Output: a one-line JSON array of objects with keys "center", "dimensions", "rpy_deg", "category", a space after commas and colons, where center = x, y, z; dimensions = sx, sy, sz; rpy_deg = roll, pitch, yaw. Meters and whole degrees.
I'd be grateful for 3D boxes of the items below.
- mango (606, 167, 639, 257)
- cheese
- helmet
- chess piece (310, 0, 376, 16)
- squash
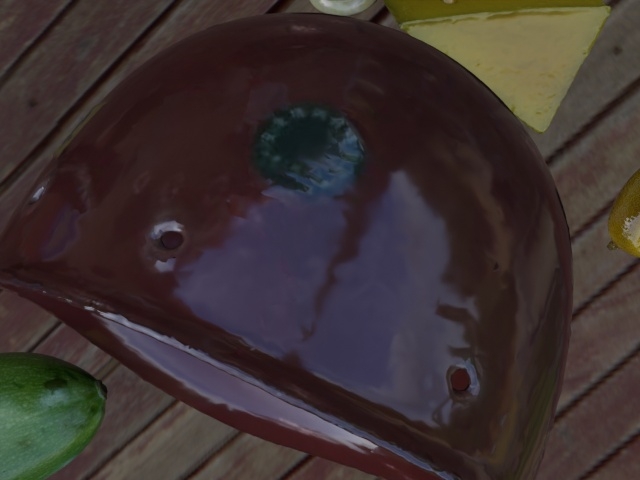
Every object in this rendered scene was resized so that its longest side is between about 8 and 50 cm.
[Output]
[{"center": [0.353, -0.051, 1.326], "dimensions": [0.101, 0.066, 0.187], "rpy_deg": [15, 129, -35], "category": "mango"}, {"center": [0.122, -0.175, 1.074], "dimensions": [0.171, 0.093, 0.126], "rpy_deg": [8, 129, -25], "category": "cheese"}, {"center": [0.000, 0.000, 0.750], "dimensions": [0.337, 0.385, 0.230], "rpy_deg": [25, 81, -1], "category": "helmet"}, {"center": [0.014, -0.352, 1.506], "dimensions": [0.090, 0.090, 0.200], "rpy_deg": [-4, 145, 7], "category": "chess piece"}, {"center": [-0.320, 0.155, 0.903], "dimensions": [0.395, 0.107, 0.107], "rpy_deg": [-17, 104, 23], "category": "squash"}]
